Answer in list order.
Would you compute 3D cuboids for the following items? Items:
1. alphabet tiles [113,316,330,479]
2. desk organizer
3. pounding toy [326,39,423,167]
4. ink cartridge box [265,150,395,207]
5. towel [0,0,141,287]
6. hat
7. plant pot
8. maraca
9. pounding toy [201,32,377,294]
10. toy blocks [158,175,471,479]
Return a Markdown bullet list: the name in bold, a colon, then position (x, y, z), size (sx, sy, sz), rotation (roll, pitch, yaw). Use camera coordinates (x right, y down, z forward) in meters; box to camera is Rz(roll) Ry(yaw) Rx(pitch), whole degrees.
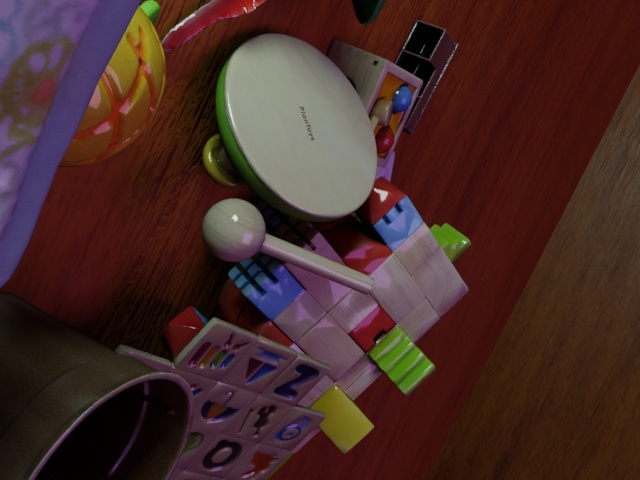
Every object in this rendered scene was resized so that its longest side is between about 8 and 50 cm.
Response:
- **alphabet tiles**: position (-0.155, 0.218, 0.766), size (0.342, 0.011, 0.285), rotation (-47, 138, 12)
- **desk organizer**: position (0.118, -0.207, 0.991), size (0.130, 0.047, 0.050), rotation (-62, 153, 2)
- **pounding toy**: position (0.046, -0.136, 0.862), size (0.141, 0.100, 0.130), rotation (2, 113, -63)
- **ink cartridge box**: position (0.000, 0.000, 0.975), size (0.232, 0.066, 0.189), rotation (-42, 150, -44)
- **towel**: position (-0.168, -0.117, 0.208), size (0.374, 0.090, 0.320), rotation (-63, 159, 14)
- **hat**: position (-0.034, -0.275, 0.658), size (0.208, 0.184, 0.173), rotation (-96, -166, -45)
- **plant pot**: position (-0.209, 0.128, 0.575), size (0.167, 0.165, 0.167), rotation (-43, 150, -33)
- **maraca**: position (-0.151, -0.111, 0.527), size (0.127, 0.099, 0.185), rotation (-60, -178, 18)
- **pounding toy**: position (-0.046, -0.066, 0.735), size (0.183, 0.110, 0.236), rotation (22, 58, -37)
- **toy blocks**: position (-0.009, 0.062, 0.877), size (0.381, 0.191, 0.261), rotation (-42, 133, -3)
